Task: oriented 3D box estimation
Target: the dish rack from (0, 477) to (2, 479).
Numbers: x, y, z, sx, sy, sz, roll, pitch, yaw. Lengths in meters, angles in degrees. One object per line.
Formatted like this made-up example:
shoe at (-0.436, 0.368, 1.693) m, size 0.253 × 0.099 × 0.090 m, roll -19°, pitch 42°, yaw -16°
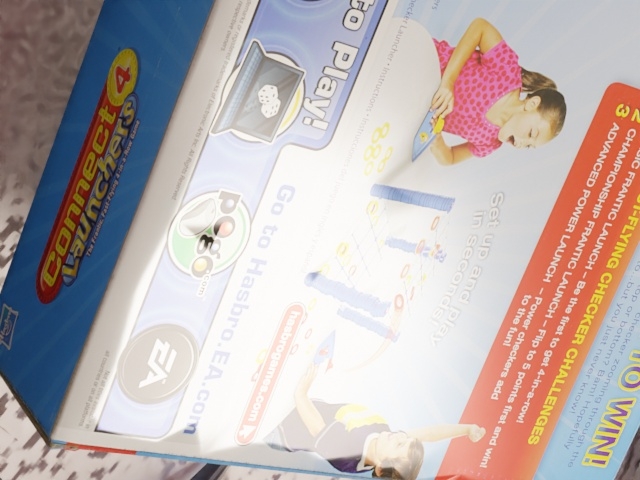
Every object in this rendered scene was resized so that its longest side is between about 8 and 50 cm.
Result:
dish rack at (-0.223, 0.090, 0.646) m, size 0.208 × 0.074 × 0.272 m, roll -13°, pitch 87°, yaw -24°

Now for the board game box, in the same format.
board game box at (0.052, -0.049, 0.673) m, size 0.302 × 0.086 × 0.308 m, roll 13°, pitch 106°, yaw -36°

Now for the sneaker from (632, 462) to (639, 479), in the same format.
sneaker at (0.242, 0.090, 0.869) m, size 0.118 × 0.110 × 0.292 m, roll 8°, pitch 97°, yaw -32°

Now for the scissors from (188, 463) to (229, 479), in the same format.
scissors at (-0.130, 0.205, 0.703) m, size 0.297 × 0.109 × 0.021 m, roll -32°, pitch 135°, yaw -22°
